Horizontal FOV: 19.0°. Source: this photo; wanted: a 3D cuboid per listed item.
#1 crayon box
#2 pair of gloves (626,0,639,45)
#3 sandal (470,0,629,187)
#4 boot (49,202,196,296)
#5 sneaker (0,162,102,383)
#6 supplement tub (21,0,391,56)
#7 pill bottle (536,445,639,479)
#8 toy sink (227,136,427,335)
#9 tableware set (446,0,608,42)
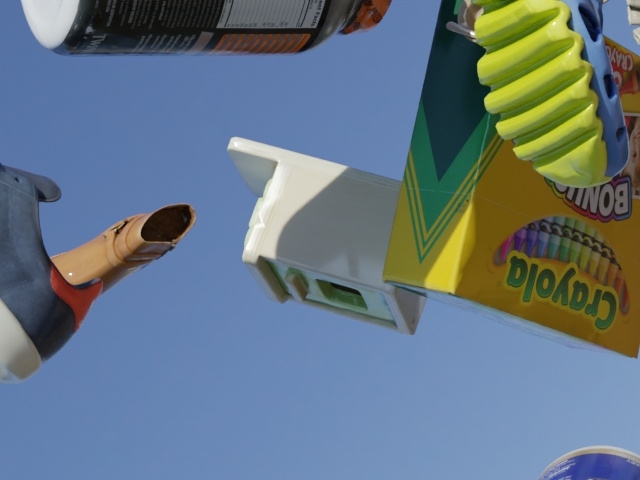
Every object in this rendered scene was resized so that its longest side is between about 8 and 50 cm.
[{"bbox_3d":[0.239,-0.063,2.016,0.363,0.106,0.313,19,-100,-48],"label":"crayon box"},{"bbox_3d":[0.413,-0.319,2.069,0.204,0.240,0.042,-7,-26,-6],"label":"pair of gloves"},{"bbox_3d":[0.181,-0.197,1.477,0.138,0.317,0.126,-23,11,-32],"label":"sandal"},{"bbox_3d":[-0.235,0.023,2.099,0.152,0.073,0.197,-22,17,49],"label":"boot"},{"bbox_3d":[-0.325,-0.048,1.688,0.148,0.350,0.131,-40,15,-26],"label":"sneaker"},{"bbox_3d":[-0.100,-0.262,1.724,0.316,0.194,0.194,-3,-43,-28],"label":"supplement tub"},{"bbox_3d":[0.246,0.301,1.738,0.153,0.153,0.265,-55,-2,21],"label":"pill bottle"},{"bbox_3d":[0.000,0.000,2.054,0.153,0.234,0.131,64,-136,-67],"label":"toy sink"},{"bbox_3d":[0.207,-0.226,1.786,0.169,0.141,0.020,-61,-29,4],"label":"tableware set"}]
